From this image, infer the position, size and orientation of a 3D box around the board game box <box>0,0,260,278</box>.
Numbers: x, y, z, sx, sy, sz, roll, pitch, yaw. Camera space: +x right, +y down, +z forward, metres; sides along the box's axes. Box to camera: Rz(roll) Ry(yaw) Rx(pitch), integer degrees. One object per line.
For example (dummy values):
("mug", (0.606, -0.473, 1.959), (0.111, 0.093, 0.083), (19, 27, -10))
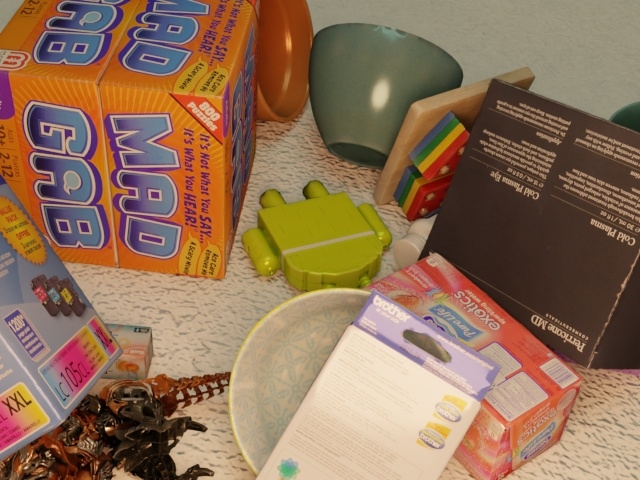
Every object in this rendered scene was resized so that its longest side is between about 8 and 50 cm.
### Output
("board game box", (-0.303, -0.201, 1.508), (0.356, 0.356, 0.356), (7, 42, 2))

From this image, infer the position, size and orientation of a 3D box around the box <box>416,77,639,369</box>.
("box", (0.363, -0.028, 1.340), (0.179, 0.312, 0.343), (9, 18, -44))

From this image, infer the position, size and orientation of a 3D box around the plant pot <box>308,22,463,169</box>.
("plant pot", (0.100, -0.246, 1.696), (0.290, 0.290, 0.195), (13, 78, 10))

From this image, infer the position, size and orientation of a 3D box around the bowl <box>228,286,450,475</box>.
("bowl", (0.034, 0.202, 1.211), (0.289, 0.289, 0.156), (10, 0, 6))

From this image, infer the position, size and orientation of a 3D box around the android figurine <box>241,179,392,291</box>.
("android figurine", (0.000, 0.000, 1.537), (0.248, 0.056, 0.273), (-14, 44, -21))

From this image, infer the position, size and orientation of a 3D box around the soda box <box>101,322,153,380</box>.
("soda box", (-0.338, 0.158, 1.324), (0.183, 0.058, 0.063), (6, 41, 0))

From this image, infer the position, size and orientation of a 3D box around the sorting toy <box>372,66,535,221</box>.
("sorting toy", (0.248, -0.157, 1.603), (0.257, 0.255, 0.089), (-21, 63, -26))

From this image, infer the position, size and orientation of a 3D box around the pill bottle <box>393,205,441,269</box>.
("pill bottle", (0.204, -0.005, 1.533), (0.169, 0.094, 0.094), (-29, 51, -32))

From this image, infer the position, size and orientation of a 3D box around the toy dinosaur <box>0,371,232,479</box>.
("toy dinosaur", (-0.251, 0.240, 1.182), (0.322, 0.164, 0.218), (-41, 39, -15))

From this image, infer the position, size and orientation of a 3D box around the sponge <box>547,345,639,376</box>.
("sponge", (0.461, 0.155, 1.426), (0.210, 0.031, 0.117), (11, 41, 8))

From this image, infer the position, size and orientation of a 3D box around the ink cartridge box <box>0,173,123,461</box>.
("ink cartridge box", (-0.441, 0.052, 1.126), (0.151, 0.395, 0.270), (-34, 8, 8))

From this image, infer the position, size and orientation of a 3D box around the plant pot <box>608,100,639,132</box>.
("plant pot", (0.591, -0.060, 1.503), (0.293, 0.235, 0.293), (1, 39, -1))

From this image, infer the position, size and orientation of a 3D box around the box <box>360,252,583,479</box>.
("box", (0.196, 0.176, 1.291), (0.154, 0.142, 0.300), (-24, 48, -29))

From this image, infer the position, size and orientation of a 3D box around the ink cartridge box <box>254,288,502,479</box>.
("ink cartridge box", (0.060, 0.234, 1.099), (0.186, 0.311, 0.065), (31, 4, 5))

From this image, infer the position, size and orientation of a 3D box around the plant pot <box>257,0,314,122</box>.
("plant pot", (-0.160, -0.379, 1.805), (0.203, 0.291, 0.291), (3, 39, 22))
